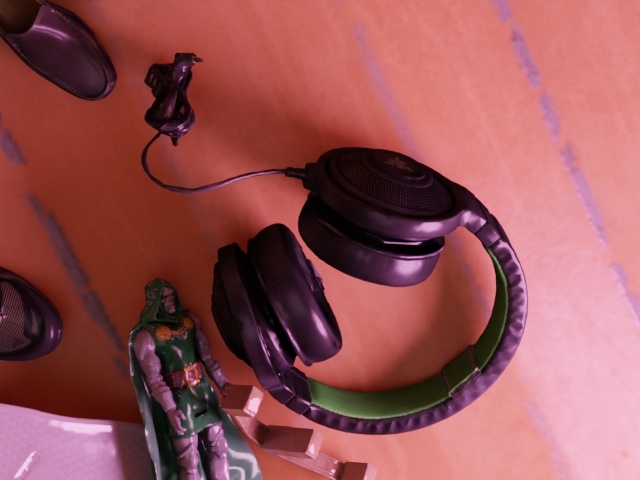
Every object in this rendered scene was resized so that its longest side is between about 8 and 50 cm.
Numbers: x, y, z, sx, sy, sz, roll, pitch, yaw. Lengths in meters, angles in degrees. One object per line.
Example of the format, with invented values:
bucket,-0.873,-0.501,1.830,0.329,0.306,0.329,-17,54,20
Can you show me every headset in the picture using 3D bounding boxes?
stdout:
headset,0.000,0.000,1.406,0.243,0.185,0.394,-42,117,15

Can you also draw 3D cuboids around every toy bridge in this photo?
toy bridge,-0.026,0.179,1.454,0.188,0.063,0.026,39,61,-40

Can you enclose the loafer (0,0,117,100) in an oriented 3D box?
loafer,-0.242,-0.177,1.369,0.170,0.061,0.062,41,101,-12

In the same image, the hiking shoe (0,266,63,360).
hiking shoe,-0.336,0.058,1.409,0.227,0.114,0.086,20,105,-6

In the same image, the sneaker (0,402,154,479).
sneaker,-0.241,0.212,1.472,0.296,0.147,0.104,21,68,-33

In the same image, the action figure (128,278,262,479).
action figure,-0.118,0.145,1.445,0.063,0.137,0.232,-7,103,42
